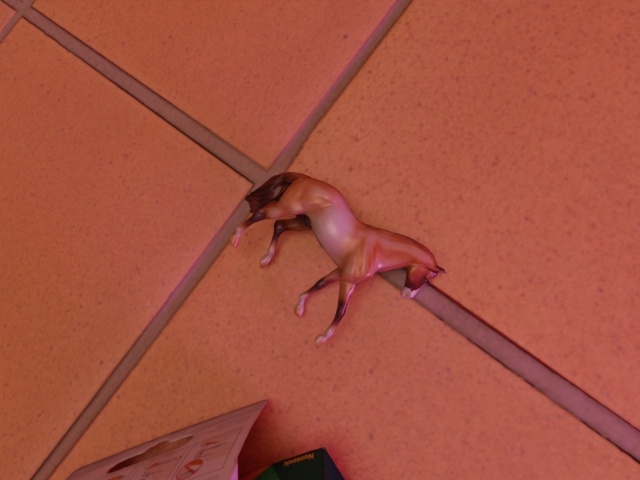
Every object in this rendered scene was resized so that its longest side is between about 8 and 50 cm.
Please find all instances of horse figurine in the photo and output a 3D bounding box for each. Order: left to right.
[{"bbox_3d":[0.000,0.000,0.580,0.174,0.066,0.263,-45,71,8],"label":"horse figurine"}]

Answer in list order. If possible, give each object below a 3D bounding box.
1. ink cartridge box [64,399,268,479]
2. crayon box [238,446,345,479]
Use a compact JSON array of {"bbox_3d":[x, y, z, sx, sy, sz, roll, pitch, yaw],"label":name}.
[{"bbox_3d":[-0.208,0.321,0.423,0.309,0.385,0.091,-23,96,11],"label":"ink cartridge box"},{"bbox_3d":[-0.139,0.388,0.399,0.363,0.313,0.106,-23,112,10],"label":"crayon box"}]
